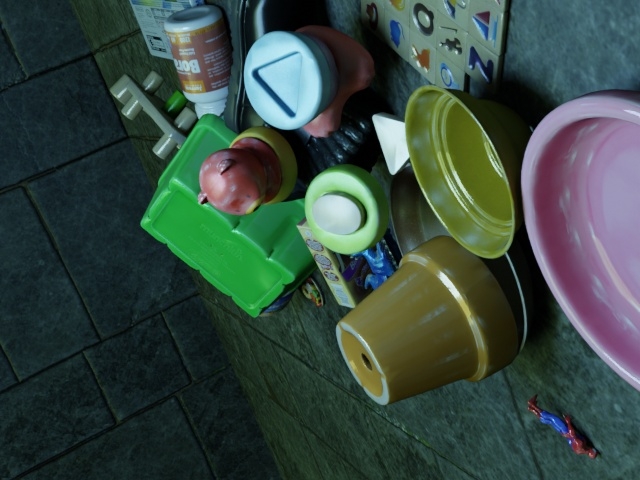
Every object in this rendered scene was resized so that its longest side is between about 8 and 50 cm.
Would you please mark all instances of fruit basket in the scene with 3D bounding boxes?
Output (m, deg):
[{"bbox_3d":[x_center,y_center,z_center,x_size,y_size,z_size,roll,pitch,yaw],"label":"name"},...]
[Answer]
[{"bbox_3d":[-0.134,-0.073,1.750,0.283,0.392,0.392,-45,71,43],"label":"fruit basket"}]

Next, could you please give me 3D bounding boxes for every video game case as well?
[{"bbox_3d":[-0.346,-0.536,1.917,0.329,0.036,0.300,25,141,51],"label":"video game case"}]

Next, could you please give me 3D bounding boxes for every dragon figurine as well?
[{"bbox_3d":[0.127,0.056,1.431,0.144,0.085,0.289,41,157,45],"label":"dragon figurine"}]

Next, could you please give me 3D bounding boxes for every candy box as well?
[{"bbox_3d":[0.044,0.013,1.506,0.053,0.109,0.187,8,137,47],"label":"candy box"}]

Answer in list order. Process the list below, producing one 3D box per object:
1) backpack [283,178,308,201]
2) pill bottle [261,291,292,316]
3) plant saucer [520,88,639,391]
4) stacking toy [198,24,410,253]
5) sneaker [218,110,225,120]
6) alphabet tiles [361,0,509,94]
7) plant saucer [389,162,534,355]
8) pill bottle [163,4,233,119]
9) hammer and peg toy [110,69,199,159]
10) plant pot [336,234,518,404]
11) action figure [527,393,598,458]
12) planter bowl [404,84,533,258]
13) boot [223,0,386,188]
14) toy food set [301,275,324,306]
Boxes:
[{"bbox_3d":[-0.050,-0.164,1.530,0.115,0.151,0.182,-32,72,60],"label":"backpack"},{"bbox_3d":[-0.119,0.074,2.034,0.152,0.152,0.272,59,162,11],"label":"pill bottle"},{"bbox_3d":[0.326,0.008,0.819,0.332,0.084,0.332,52,158,31],"label":"plant saucer"},{"bbox_3d":[-0.023,-0.119,1.202,0.279,0.130,0.309,39,125,17],"label":"stacking toy"},{"bbox_3d":[-0.126,-0.224,1.721,0.125,0.104,0.262,61,163,-4],"label":"sneaker"},{"bbox_3d":[0.112,-0.331,1.057,0.342,0.011,0.285,49,158,36],"label":"alphabet tiles"},{"bbox_3d":[0.204,0.023,1.237,0.311,0.050,0.311,53,161,28],"label":"plant saucer"},{"bbox_3d":[-0.235,-0.360,1.787,0.121,0.121,0.216,38,147,53],"label":"pill bottle"},{"bbox_3d":[-0.328,-0.278,2.031,0.266,0.127,0.361,32,-169,-48],"label":"hammer and peg toy"},{"bbox_3d":[0.132,0.124,1.195,0.205,0.188,0.205,53,159,30],"label":"plant pot"},{"bbox_3d":[0.342,0.263,1.224,0.115,0.030,0.038,45,161,32],"label":"action figure"},{"bbox_3d":[0.194,-0.095,1.026,0.217,0.090,0.217,54,160,30],"label":"planter bowl"},{"bbox_3d":[-0.010,-0.245,1.310,0.260,0.131,0.348,38,137,31],"label":"boot"},{"bbox_3d":[-0.019,0.117,2.030,0.083,0.020,0.083,51,158,35],"label":"toy food set"}]
